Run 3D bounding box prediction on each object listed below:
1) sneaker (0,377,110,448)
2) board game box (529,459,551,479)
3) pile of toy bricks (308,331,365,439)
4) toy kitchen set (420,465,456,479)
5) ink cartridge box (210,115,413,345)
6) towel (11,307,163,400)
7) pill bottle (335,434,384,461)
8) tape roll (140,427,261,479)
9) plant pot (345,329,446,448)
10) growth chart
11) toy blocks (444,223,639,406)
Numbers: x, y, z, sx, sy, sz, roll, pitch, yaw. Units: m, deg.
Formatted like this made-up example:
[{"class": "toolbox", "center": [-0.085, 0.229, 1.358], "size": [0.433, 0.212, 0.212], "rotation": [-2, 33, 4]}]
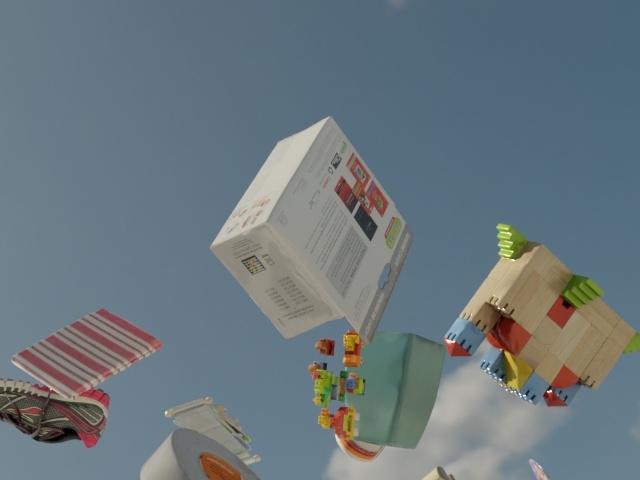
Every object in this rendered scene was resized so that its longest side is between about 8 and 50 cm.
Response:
[{"class": "sneaker", "center": [-0.574, 0.344, 2.192], "size": [0.299, 0.112, 0.121], "rotation": [2, -29, 5]}, {"class": "board game box", "center": [0.420, 0.487, 2.036], "size": [0.033, 0.133, 0.169], "rotation": [-30, -65, -6]}, {"class": "pile of toy bricks", "center": [0.018, 0.281, 2.179], "size": [0.118, 0.212, 0.105], "rotation": [-2, -13, 32]}, {"class": "toy kitchen set", "center": [0.221, 0.486, 1.780], "size": [0.122, 0.166, 0.207], "rotation": [-42, -49, 11]}, {"class": "ink cartridge box", "center": [0.000, 0.000, 1.809], "size": [0.130, 0.309, 0.272], "rotation": [-23, -65, 35]}, {"class": "towel", "center": [-0.369, 0.181, 1.756], "size": [0.197, 0.144, 0.029], "rotation": [-30, -47, -42]}, {"class": "pill bottle", "center": [0.137, 0.411, 2.617], "size": [0.121, 0.121, 0.221], "rotation": [8, -54, -40]}, {"class": "tape roll", "center": [-0.155, 0.373, 1.603], "size": [0.072, 0.219, 0.219], "rotation": [-48, -38, 7]}, {"class": "plant pot", "center": [0.154, 0.327, 2.395], "size": [0.165, 0.234, 0.165], "rotation": [-1, -15, 34]}, {"class": "growth chart", "center": [-0.240, 0.440, 2.512], "size": [0.172, 0.237, 0.021], "rotation": [-2, -56, -45]}, {"class": "toy blocks", "center": [0.417, 0.189, 2.114], "size": [0.381, 0.190, 0.261], "rotation": [40, -99, -21]}]
